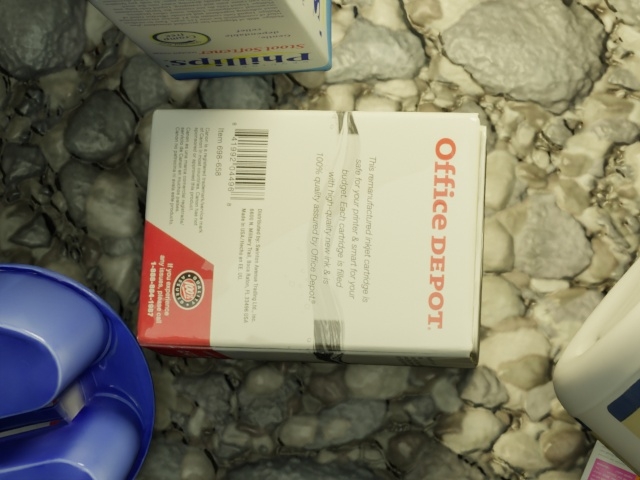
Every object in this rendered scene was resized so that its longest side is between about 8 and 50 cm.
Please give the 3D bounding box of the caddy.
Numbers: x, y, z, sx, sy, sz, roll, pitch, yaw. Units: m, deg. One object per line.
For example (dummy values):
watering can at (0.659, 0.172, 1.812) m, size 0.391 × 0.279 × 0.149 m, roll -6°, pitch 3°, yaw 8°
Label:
caddy at (-0.307, 0.158, 1.409) m, size 0.341 × 0.179 × 0.241 m, roll -15°, pitch 103°, yaw 6°

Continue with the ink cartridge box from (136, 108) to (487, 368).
ink cartridge box at (0.000, 0.000, 1.413) m, size 0.273 × 0.114 × 0.197 m, roll 2°, pitch 81°, yaw 10°

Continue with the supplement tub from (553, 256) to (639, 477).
supplement tub at (0.355, 0.131, 1.269) m, size 0.316 × 0.228 × 0.228 m, roll 42°, pitch 89°, yaw 1°

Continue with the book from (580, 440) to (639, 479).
book at (0.251, 0.216, 1.385) m, size 0.096 × 0.035 × 0.144 m, roll 24°, pitch 84°, yaw 12°

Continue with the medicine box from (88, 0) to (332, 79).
medicine box at (-0.085, -0.291, 1.381) m, size 0.149 × 0.289 × 0.263 m, roll -2°, pitch 81°, yaw 11°
